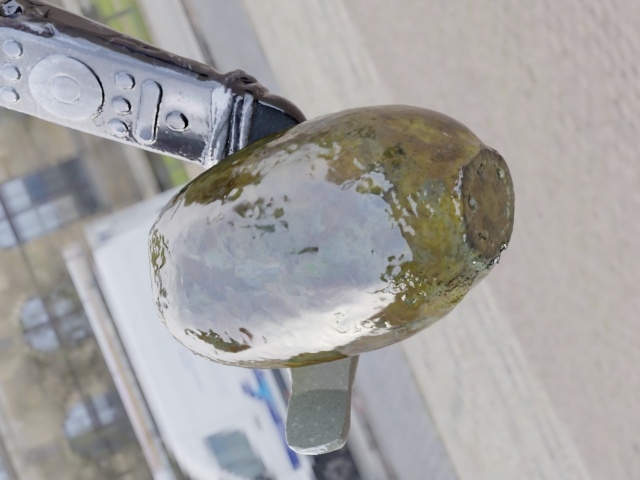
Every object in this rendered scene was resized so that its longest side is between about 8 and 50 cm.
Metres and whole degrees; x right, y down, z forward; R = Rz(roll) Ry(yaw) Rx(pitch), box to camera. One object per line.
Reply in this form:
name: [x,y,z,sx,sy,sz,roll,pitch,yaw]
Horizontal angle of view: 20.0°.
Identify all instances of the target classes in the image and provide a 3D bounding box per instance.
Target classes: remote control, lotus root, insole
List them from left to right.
remote control: [-0.128,-0.113,1.327,0.090,0.266,0.066,104,-175,-48]
lotus root: [0.000,0.000,1.220,0.152,0.275,0.160,-21,-86,-56]
insole: [0.001,0.093,1.327,0.192,0.063,0.010,-88,-19,-56]
